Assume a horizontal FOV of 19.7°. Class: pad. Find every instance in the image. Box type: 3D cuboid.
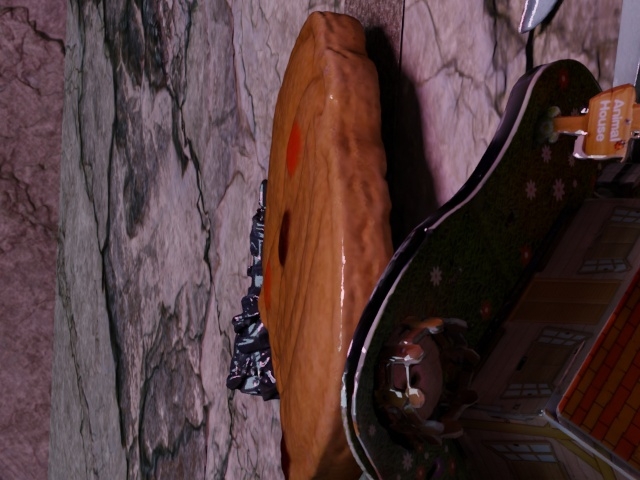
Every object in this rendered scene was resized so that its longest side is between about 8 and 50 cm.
[{"bbox_3d":[0.042,-0.127,1.693,0.158,0.003,0.235,-165,77,-71],"label":"pad"}]

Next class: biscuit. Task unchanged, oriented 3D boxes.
[{"bbox_3d":[-0.001,0.000,1.638,0.455,0.078,0.350,-99,19,-49],"label":"biscuit"}]

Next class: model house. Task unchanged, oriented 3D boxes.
[{"bbox_3d":[0.160,0.050,0.959,0.154,0.294,0.207,2,132,37],"label":"model house"}]

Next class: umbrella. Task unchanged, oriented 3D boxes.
[{"bbox_3d":[-0.053,0.049,1.871,0.080,0.071,0.224,5,88,44],"label":"umbrella"}]

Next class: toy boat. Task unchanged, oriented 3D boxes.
[{"bbox_3d":[0.163,-0.206,1.312,0.096,0.034,0.122,-145,50,-68],"label":"toy boat"}]

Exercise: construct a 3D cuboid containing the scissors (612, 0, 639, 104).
[{"bbox_3d":[0.213,-0.222,1.148,0.192,0.029,0.447,-136,51,-66],"label":"scissors"}]
